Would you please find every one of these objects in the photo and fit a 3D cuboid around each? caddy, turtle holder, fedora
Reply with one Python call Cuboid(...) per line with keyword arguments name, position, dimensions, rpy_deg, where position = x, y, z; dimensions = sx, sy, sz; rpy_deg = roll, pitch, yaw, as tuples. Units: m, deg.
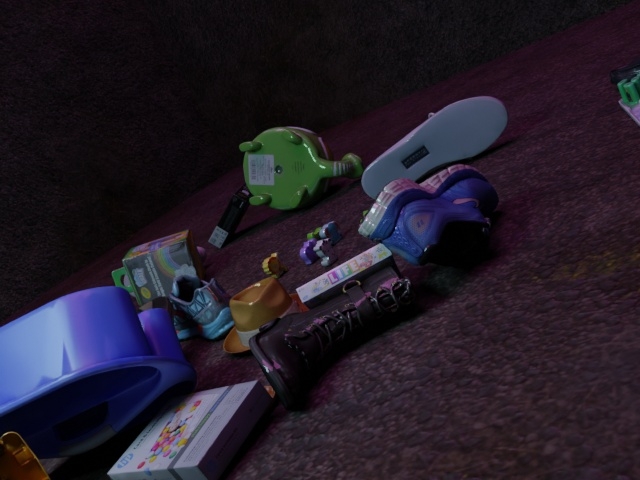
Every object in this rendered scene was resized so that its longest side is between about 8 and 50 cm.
Cuboid(name="caddy", position=(-0.348, 0.216, 1.064), dimensions=(0.341, 0.179, 0.241), rpy_deg=(-27, -28, 11))
Cuboid(name="turtle holder", position=(-0.055, -0.224, 2.114), dimensions=(0.320, 0.243, 0.227), rpy_deg=(-30, -6, 29))
Cuboid(name="fedora", position=(-0.100, 0.117, 1.261), dimensions=(0.194, 0.079, 0.194), rpy_deg=(-26, 14, 7))

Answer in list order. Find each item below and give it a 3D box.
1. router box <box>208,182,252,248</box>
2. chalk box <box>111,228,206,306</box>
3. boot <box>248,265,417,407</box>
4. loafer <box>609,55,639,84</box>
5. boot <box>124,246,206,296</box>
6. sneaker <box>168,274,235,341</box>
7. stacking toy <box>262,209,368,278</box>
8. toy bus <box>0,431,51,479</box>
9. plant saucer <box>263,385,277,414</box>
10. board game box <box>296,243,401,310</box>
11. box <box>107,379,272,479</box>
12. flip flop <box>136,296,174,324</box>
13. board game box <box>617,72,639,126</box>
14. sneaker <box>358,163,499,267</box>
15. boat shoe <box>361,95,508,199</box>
Cuboid(name="router box", position=(-0.256, -0.077, 2.178), dimensions=(0.179, 0.046, 0.133), rpy_deg=(-58, 1, 26))
Cuboid(name="chalk box", position=(-0.412, 0.074, 1.853), dimensions=(0.213, 0.132, 0.132), rpy_deg=(-17, 14, 0))
Cuboid(name="boot", position=(0.026, 0.110, 1.014), dimensions=(0.229, 0.091, 0.263), rpy_deg=(-27, 11, 4))
Cuboid(name="loafer", position=(0.717, -0.392, 1.552), dimensions=(0.223, 0.078, 0.076), rpy_deg=(-16, 17, 41))
Cuboid(name="boot", position=(-0.425, 0.086, 2.043), dimensions=(0.258, 0.095, 0.123), rpy_deg=(-21, -4, 37))
Cuboid(name="sneaker", position=(-0.245, 0.119, 1.438), dimensions=(0.104, 0.125, 0.262), rpy_deg=(-37, 16, -36))
Cuboid(name="stacking toy", position=(0.000, 0.000, 1.561), dimensions=(0.167, 0.052, 0.221), rpy_deg=(-15, 18, 42))
Cuboid(name="toy bus", position=(-0.472, 0.366, 0.979), dimensions=(0.220, 0.149, 0.211), rpy_deg=(-32, -2, -26))
Cuboid(name="plant saucer", position=(-0.095, 0.225, 0.987), dimensions=(0.083, 0.013, 0.083), rpy_deg=(-26, 14, 7))
Cuboid(name="board game box", position=(0.047, 0.064, 1.155), dimensions=(0.154, 0.026, 0.103), rpy_deg=(-28, -23, 3))
Cuboid(name="box", position=(-0.167, 0.251, 0.943), dimensions=(0.186, 0.038, 0.145), rpy_deg=(-20, 21, 40))
Cuboid(name="flip flop", position=(-0.295, 0.207, 1.277), dimensions=(0.112, 0.080, 0.277), rpy_deg=(-19, 32, 7))
Cuboid(name="board game box", position=(0.729, -0.302, 1.256), dimensions=(0.390, 0.050, 0.390), rpy_deg=(-23, 15, 19))
Cuboid(name="sneaker", position=(0.197, -0.022, 1.139), dimensions=(0.330, 0.147, 0.130), rpy_deg=(-20, -32, -51))
Cuboid(name="boat shoe", position=(0.267, -0.220, 1.728), dimensions=(0.367, 0.136, 0.156), rpy_deg=(-34, 8, 17))
